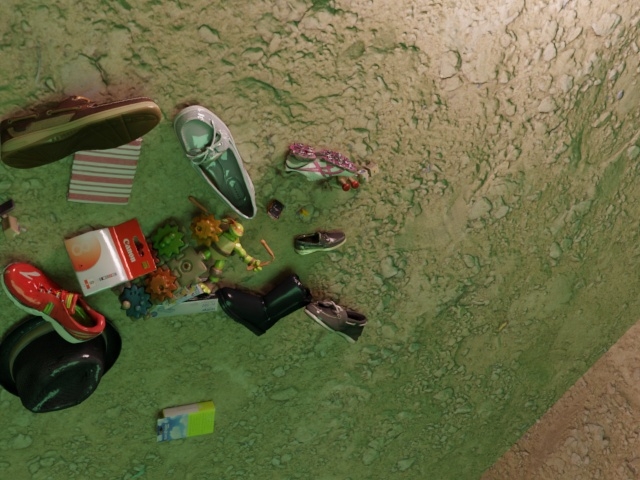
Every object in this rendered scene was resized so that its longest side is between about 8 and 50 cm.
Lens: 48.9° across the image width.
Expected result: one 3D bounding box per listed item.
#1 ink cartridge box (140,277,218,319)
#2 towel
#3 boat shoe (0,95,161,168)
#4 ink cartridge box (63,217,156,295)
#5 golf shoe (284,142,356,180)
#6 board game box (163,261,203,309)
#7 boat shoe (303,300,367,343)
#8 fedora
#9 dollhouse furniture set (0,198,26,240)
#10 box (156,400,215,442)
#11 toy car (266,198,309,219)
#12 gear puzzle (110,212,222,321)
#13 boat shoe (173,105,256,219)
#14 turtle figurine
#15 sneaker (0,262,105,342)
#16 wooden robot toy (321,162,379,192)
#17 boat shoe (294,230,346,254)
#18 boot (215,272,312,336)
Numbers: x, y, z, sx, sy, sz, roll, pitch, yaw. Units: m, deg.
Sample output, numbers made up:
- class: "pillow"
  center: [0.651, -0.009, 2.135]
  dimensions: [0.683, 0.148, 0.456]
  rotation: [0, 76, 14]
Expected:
- class: "ink cartridge box"
  center: [-0.385, 0.153, 1.868]
  dimensions: [0.207, 0.097, 0.046]
  rotation: [-5, 125, -22]
- class: "towel"
  center: [-0.502, -0.169, 1.629]
  dimensions: [0.144, 0.029, 0.197]
  rotation: [4, 124, -28]
- class: "boat shoe"
  center: [-0.513, -0.258, 1.490]
  dimensions: [0.342, 0.123, 0.123]
  rotation: [-18, 161, 1]
- class: "ink cartridge box"
  center: [-0.510, 0.039, 1.707]
  dimensions: [0.179, 0.045, 0.145]
  rotation: [-22, 86, -7]
- class: "golf shoe"
  center: [-0.001, -0.191, 1.812]
  dimensions: [0.186, 0.067, 0.086]
  rotation: [13, 125, -12]
- class: "board game box"
  center: [-0.377, 0.085, 1.794]
  dimensions: [0.104, 0.026, 0.154]
  rotation: [-25, 87, 6]
- class: "boat shoe"
  center: [0.049, 0.223, 2.087]
  dimensions: [0.095, 0.112, 0.335]
  rotation: [-55, 151, -3]
- class: "fedora"
  center: [-0.678, 0.338, 1.830]
  dimensions: [0.334, 0.152, 0.333]
  rotation: [-12, 127, -17]
- class: "dollhouse furniture set"
  center: [-0.706, -0.015, 1.588]
  dimensions: [0.091, 0.114, 0.081]
  rotation: [-31, 135, -5]
- class: "box"
  center: [-0.421, 0.563, 2.186]
  dimensions: [0.178, 0.042, 0.109]
  rotation: [-5, 125, -22]
- class: "toy car"
  center: [-0.092, -0.064, 1.877]
  dimensions: [0.122, 0.060, 0.040]
  rotation: [21, 145, -28]
- class: "gear puzzle"
  center: [-0.382, 0.054, 1.749]
  dimensions: [0.339, 0.175, 0.044]
  rotation: [-35, 173, 7]
- class: "boat shoe"
  center: [-0.242, -0.183, 1.687]
  dimensions: [0.118, 0.103, 0.320]
  rotation: [-29, 131, -3]
- class: "turtle figurine"
  center: [-0.273, 0.018, 1.832]
  dimensions: [0.270, 0.087, 0.217]
  rotation: [37, 108, -16]
- class: "sneaker"
  center: [-0.633, 0.139, 1.699]
  dimensions: [0.118, 0.107, 0.279]
  rotation: [-20, 129, 35]
- class: "wooden robot toy"
  center: [0.074, -0.182, 1.861]
  dimensions: [0.173, 0.076, 0.079]
  rotation: [-18, 118, -13]
- class: "boat shoe"
  center: [0.000, 0.000, 1.964]
  dimensions: [0.152, 0.056, 0.049]
  rotation: [-16, 134, -14]
- class: "boot"
  center: [-0.153, 0.154, 1.977]
  dimensions: [0.207, 0.094, 0.246]
  rotation: [-36, 138, 7]
